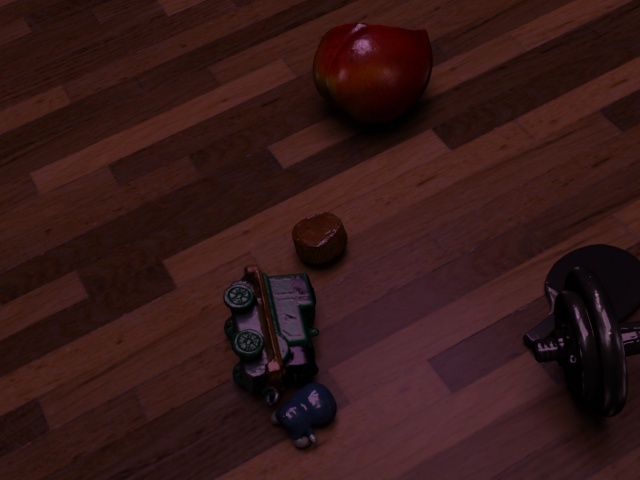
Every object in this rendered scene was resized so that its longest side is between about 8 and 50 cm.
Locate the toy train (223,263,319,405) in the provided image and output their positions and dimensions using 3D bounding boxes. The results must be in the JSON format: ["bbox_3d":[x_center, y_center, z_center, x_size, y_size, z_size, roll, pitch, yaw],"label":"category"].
[{"bbox_3d":[-0.064,0.125,1.280,0.136,0.091,0.228,-9,51,-12],"label":"toy train"}]

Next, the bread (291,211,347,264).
[{"bbox_3d":[0.000,0.000,1.390,0.085,0.053,0.085,-11,41,10],"label":"bread"}]

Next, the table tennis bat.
[{"bbox_3d":[0.369,0.081,1.294,0.220,0.019,0.130,-36,54,-21],"label":"table tennis bat"}]

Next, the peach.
[{"bbox_3d":[0.088,-0.295,1.524,0.190,0.190,0.192,34,82,29],"label":"peach"}]

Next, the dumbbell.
[{"bbox_3d":[0.413,0.118,1.150,0.290,0.192,0.192,-8,51,3],"label":"dumbbell"}]

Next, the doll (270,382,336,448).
[{"bbox_3d":[-0.017,0.230,1.216,0.083,0.050,0.076,-34,59,-20],"label":"doll"}]
